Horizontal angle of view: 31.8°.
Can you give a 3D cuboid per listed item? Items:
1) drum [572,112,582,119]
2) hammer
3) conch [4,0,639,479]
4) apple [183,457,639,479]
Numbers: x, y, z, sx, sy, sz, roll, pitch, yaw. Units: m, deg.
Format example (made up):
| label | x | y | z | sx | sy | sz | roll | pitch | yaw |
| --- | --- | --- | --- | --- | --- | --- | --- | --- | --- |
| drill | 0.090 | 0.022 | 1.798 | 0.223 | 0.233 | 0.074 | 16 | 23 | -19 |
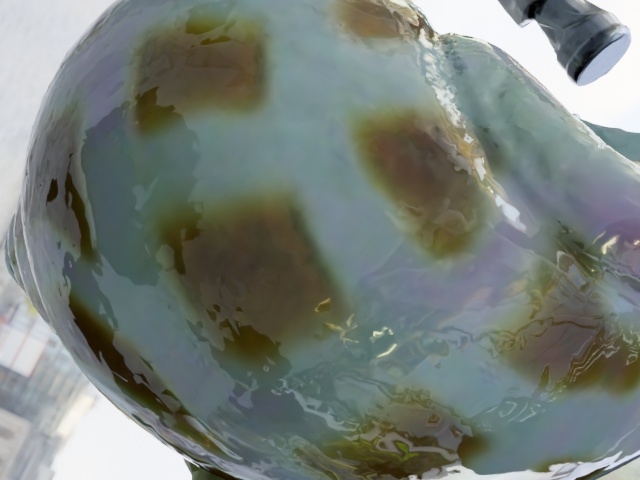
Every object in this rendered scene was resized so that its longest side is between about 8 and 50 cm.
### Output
| label | x | y | z | sx | sy | sz | roll | pitch | yaw |
| --- | --- | --- | --- | --- | --- | --- | --- | --- | --- |
| drum | 0.311 | -0.008 | 1.215 | 0.049 | 0.130 | 0.253 | -22 | -125 | 35 |
| hammer | 0.165 | -0.253 | 0.523 | 0.044 | 0.152 | 0.427 | -26 | 159 | -26 |
| conch | 0.001 | 0.000 | 0.458 | 0.368 | 0.249 | 0.197 | 27 | -91 | 49 |
| apple | 0.052 | 0.191 | 0.708 | 0.384 | 0.374 | 0.374 | -24 | -145 | 37 |
